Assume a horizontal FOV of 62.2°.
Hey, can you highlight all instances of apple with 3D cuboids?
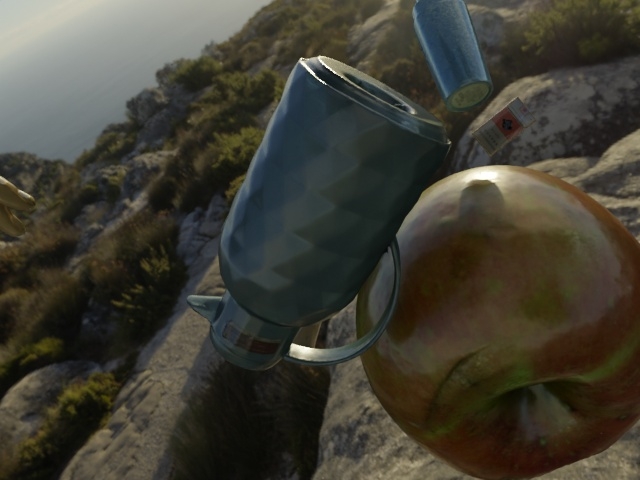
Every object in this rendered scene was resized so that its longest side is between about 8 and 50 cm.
[{"bbox_3d":[0.207,0.085,0.622,0.339,0.339,0.339,-20,33,14],"label":"apple"}]

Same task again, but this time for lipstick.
[{"bbox_3d":[0.146,-0.293,0.669,0.068,0.061,0.274,-13,69,1],"label":"lipstick"}]

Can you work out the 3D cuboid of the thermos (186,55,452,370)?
[{"bbox_3d":[0.000,0.000,0.484,0.286,0.182,0.145,-62,1,23],"label":"thermos"}]

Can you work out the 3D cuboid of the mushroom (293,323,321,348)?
[{"bbox_3d":[-0.006,0.045,0.844,0.292,0.292,0.290,-7,61,31],"label":"mushroom"}]

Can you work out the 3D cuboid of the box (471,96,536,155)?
[{"bbox_3d":[0.275,-0.170,0.795,0.083,0.046,0.012,-39,-1,11],"label":"box"}]

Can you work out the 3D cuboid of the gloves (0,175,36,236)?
[{"bbox_3d":[-0.384,-0.046,0.499,0.203,0.124,0.164,-8,30,-23],"label":"gloves"}]
